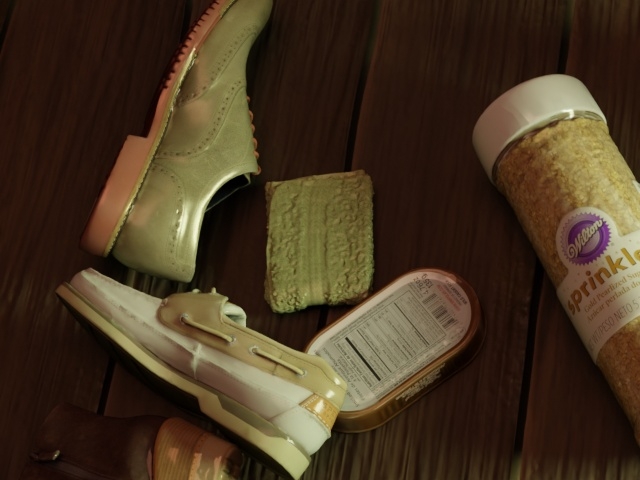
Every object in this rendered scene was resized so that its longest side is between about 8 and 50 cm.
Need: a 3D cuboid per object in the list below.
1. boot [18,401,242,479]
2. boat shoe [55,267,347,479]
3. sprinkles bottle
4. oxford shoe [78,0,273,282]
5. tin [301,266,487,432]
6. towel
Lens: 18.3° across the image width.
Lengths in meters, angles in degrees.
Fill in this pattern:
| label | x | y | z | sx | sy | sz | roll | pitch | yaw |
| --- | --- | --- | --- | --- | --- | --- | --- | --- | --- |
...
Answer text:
| label | x | y | z | sx | sy | sz | roll | pitch | yaw |
| --- | --- | --- | --- | --- | --- | --- | --- | --- | --- |
| boot | -0.192 | 0.270 | 1.786 | 0.207 | 0.090 | 0.248 | 7 | 64 | 30 |
| boat shoe | -0.108 | 0.101 | 1.823 | 0.302 | 0.113 | 0.103 | 33 | 76 | 23 |
| sprinkles bottle | 0.261 | 0.017 | 1.780 | 0.121 | 0.121 | 0.355 | -25 | 60 | -1 |
| oxford shoe | -0.112 | -0.109 | 1.961 | 0.130 | 0.123 | 0.348 | 27 | 67 | -3 |
| tin | 0.064 | 0.098 | 1.831 | 0.189 | 0.040 | 0.106 | -35 | 56 | -7 |
| towel | 0.000 | 0.000 | 1.904 | 0.110 | 0.027 | 0.148 | -6 | 60 | 9 |
